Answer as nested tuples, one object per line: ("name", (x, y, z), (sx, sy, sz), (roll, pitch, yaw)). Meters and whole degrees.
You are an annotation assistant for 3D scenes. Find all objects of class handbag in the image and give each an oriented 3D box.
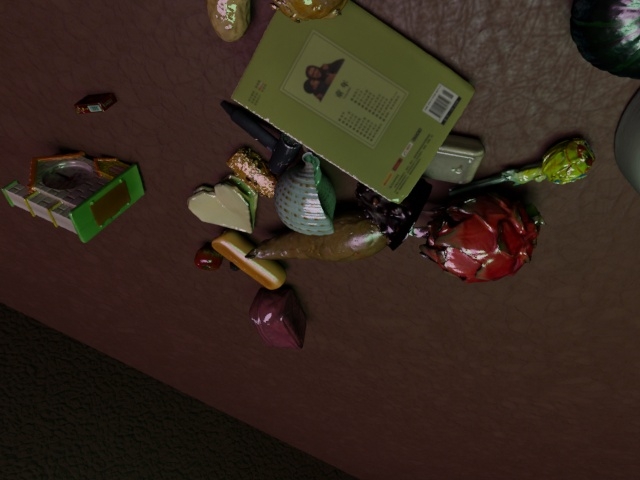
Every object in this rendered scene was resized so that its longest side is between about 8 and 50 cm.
("handbag", (-0.135, 0.256, 1.319), (0.136, 0.146, 0.225), (-2, 136, 19))

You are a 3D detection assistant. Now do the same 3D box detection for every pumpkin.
("pumpkin", (0.426, -0.300, 0.495), (0.202, 0.140, 0.202), (10, 136, 10))

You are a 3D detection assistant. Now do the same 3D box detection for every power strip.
("power strip", (0.118, -0.190, 0.800), (0.388, 0.066, 0.092), (12, 144, 7))

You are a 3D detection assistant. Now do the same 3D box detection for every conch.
("conch", (-0.041, -0.093, 0.874), (0.131, 0.172, 0.200), (-11, 143, 16))

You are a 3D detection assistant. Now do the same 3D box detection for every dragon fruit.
("dragon fruit", (0.309, -0.006, 0.823), (0.274, 0.192, 0.193), (-9, 110, 28))

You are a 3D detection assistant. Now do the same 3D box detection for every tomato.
("tomato", (-0.342, 0.052, 1.239), (0.087, 0.075, 0.087), (5, 150, 3))

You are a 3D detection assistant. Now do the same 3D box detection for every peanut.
("peanut", (-0.135, -0.412, 0.646), (0.089, 0.089, 0.193), (28, 143, -8))

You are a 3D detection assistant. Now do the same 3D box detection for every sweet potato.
("sweet potato", (0.000, -0.001, 1.003), (0.423, 0.130, 0.130), (-9, 131, 31))

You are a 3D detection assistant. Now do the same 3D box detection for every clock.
("clock", (-0.649, -0.142, 1.053), (0.255, 0.219, 0.106), (22, 139, 10))

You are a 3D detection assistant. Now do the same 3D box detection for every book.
("book", (0.057, -0.250, 0.687), (0.352, 0.035, 0.239), (31, 104, -7))

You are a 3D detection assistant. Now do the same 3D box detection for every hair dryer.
("hair dryer", (-0.129, -0.233, 0.830), (0.195, 0.050, 0.173), (42, 162, -8))

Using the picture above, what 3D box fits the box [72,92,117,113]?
("box", (-0.520, -0.316, 0.928), (0.082, 0.051, 0.023), (2, 135, 19))

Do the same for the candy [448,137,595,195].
("candy", (0.373, -0.122, 0.774), (0.262, 0.073, 0.077), (-13, 154, 41))

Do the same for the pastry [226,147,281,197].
("pastry", (-0.151, -0.157, 0.950), (0.080, 0.056, 0.140), (-32, 111, 34))

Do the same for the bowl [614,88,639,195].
("bowl", (0.642, -0.126, 0.559), (0.354, 0.185, 0.353), (11, 138, 10))

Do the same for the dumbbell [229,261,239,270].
("dumbbell", (-0.267, 0.057, 1.240), (0.036, 0.040, 0.083), (37, 147, 30))

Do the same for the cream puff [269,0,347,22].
("cream puff", (-0.023, -0.398, 0.571), (0.150, 0.165, 0.115), (28, 177, -43))

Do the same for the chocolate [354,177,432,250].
("chocolate", (0.130, -0.077, 0.808), (0.133, 0.156, 0.156), (29, 139, 5))

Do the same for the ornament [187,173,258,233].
("ornament", (-0.239, -0.081, 1.070), (0.201, 0.059, 0.180), (-13, 130, 36))

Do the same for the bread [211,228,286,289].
("bread", (-0.205, 0.051, 1.179), (0.239, 0.074, 0.093), (40, 147, -20))
